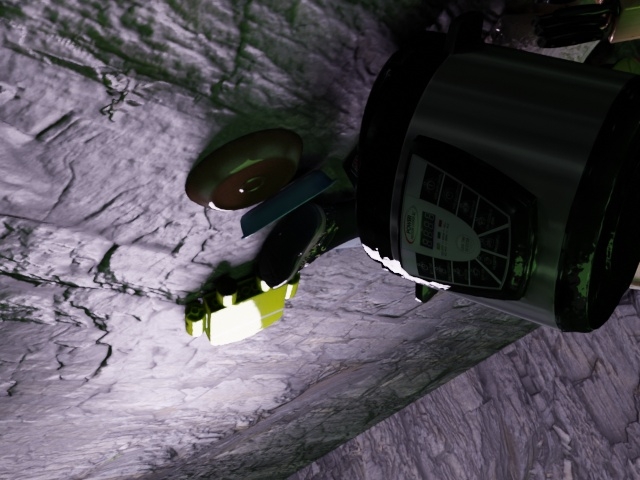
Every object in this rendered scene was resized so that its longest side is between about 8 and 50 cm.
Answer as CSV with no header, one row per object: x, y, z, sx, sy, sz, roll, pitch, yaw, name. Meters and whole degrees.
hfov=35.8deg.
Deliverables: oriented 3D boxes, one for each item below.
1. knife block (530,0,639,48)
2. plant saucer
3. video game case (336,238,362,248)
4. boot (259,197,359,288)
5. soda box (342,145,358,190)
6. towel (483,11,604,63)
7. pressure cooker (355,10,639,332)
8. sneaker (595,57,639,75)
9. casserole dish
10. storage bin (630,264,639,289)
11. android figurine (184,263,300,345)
0.443,-0.327,1.373,0.242,0.276,0.088,-54,166,-14,knife block
-0.110,-0.098,1.526,0.199,0.036,0.198,-23,159,-9,plant saucer
0.096,-0.034,1.968,0.119,0.015,0.166,-5,151,-45,video game case
0.001,0.001,1.835,0.179,0.085,0.236,-14,155,-38,boot
0.103,-0.152,1.631,0.060,0.053,0.169,-12,155,-34,soda box
0.313,-0.263,1.591,0.187,0.049,0.282,-7,153,-22,towel
0.242,-0.087,1.403,0.369,0.421,0.375,-65,153,-12,pressure cooker
0.475,-0.206,1.858,0.202,0.185,0.483,-2,161,4,sneaker
-0.059,-0.064,1.624,0.188,0.037,0.114,-30,-174,12,casserole dish
0.626,-0.082,1.890,0.260,0.123,0.262,98,15,-47,storage bin
-0.156,0.132,2.002,0.248,0.056,0.273,-22,158,-15,android figurine
